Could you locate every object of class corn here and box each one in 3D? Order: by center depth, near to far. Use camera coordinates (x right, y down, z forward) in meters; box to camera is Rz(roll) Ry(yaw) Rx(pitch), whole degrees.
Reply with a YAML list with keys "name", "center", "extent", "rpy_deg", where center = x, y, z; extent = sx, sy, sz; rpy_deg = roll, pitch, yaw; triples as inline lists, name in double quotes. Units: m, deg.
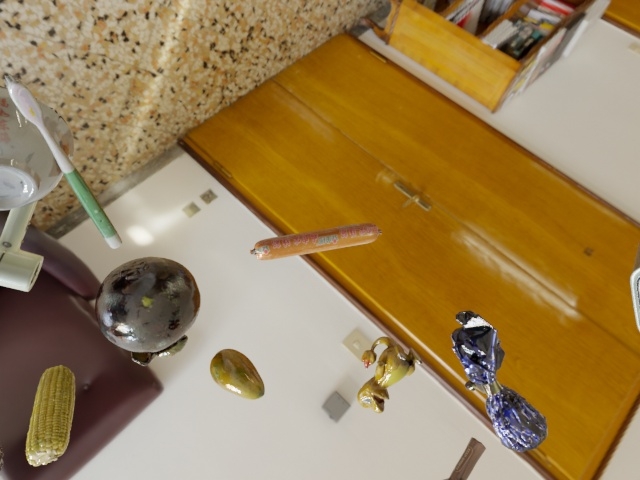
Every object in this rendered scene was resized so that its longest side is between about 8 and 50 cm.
- name: "corn"
  center: [-0.605, 0.387, 0.939]
  extent: [0.081, 0.248, 0.081]
  rpy_deg: [-12, 122, -19]

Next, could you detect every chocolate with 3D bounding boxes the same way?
- name: "chocolate"
  center: [0.408, 0.333, 1.006]
  extent: [0.126, 0.344, 0.148]
  rpy_deg: [-29, 180, -44]

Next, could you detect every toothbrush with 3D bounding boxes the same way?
- name: "toothbrush"
  center: [-0.265, -0.064, 0.450]
  extent: [0.018, 0.024, 0.257]
  rpy_deg: [-35, 155, -23]

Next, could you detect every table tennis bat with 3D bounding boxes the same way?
- name: "table tennis bat"
  center: [0.191, 0.354, 0.509]
  extent: [0.170, 0.119, 0.107]
  rpy_deg: [-49, 177, -18]

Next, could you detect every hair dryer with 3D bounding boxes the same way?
- name: "hair dryer"
  center: [-0.997, -0.028, 1.355]
  extent: [0.128, 0.203, 0.362]
  rpy_deg: [24, -88, 65]

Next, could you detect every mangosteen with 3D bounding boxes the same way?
- name: "mangosteen"
  center: [-0.466, 0.186, 1.144]
  extent: [0.288, 0.288, 0.288]
  rpy_deg: [-43, 162, -18]

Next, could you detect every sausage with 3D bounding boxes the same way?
- name: "sausage"
  center: [0.000, 0.000, 1.000]
  extent: [0.347, 0.053, 0.053]
  rpy_deg: [-9, 146, -23]

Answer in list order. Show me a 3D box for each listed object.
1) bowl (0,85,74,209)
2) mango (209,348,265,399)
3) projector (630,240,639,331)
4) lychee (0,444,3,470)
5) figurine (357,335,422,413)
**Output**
- name: "bowl"
  center: [-0.766, -0.175, 0.982]
  extent: [0.345, 0.157, 0.346]
  rpy_deg: [-24, 150, -15]
- name: "mango"
  center: [-0.209, 0.333, 1.032]
  extent: [0.111, 0.163, 0.090]
  rpy_deg: [19, 95, -42]
- name: "projector"
  center: [0.338, 0.041, 0.375]
  extent: [0.083, 0.083, 0.082]
  rpy_deg: [-6, -161, 44]
- name: "lychee"
  center: [-0.823, 0.507, 0.933]
  extent: [0.188, 0.188, 0.188]
  rpy_deg: [-43, 162, -18]
- name: "figurine"
  center: [0.137, 0.306, 0.966]
  extent: [0.121, 0.122, 0.176]
  rpy_deg: [28, 96, -41]
